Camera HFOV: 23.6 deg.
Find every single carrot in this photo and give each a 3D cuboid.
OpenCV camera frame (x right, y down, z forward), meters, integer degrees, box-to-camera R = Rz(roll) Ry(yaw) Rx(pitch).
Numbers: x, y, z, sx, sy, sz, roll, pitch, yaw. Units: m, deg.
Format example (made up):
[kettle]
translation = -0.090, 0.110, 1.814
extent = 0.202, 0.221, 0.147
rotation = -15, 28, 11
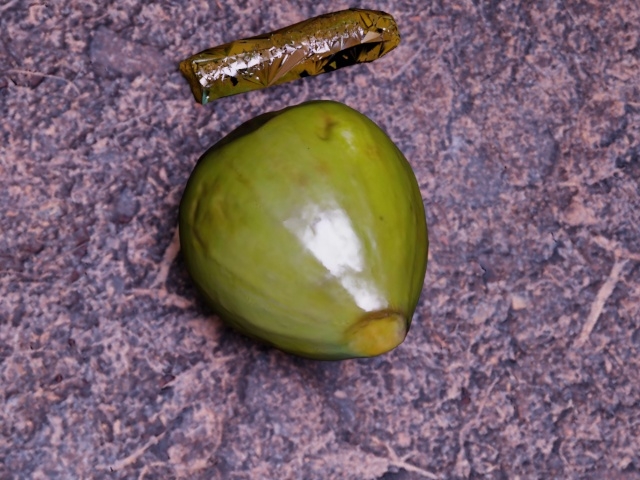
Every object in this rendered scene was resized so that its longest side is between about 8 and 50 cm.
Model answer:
[carrot]
translation = -0.030, -0.192, 1.585
extent = 0.228, 0.069, 0.069
rotation = -17, 81, -13

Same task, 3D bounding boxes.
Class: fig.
[fig]
translation = 0.000, 0.000, 1.451
extent = 0.239, 0.239, 0.271
rotation = -31, 54, -16
